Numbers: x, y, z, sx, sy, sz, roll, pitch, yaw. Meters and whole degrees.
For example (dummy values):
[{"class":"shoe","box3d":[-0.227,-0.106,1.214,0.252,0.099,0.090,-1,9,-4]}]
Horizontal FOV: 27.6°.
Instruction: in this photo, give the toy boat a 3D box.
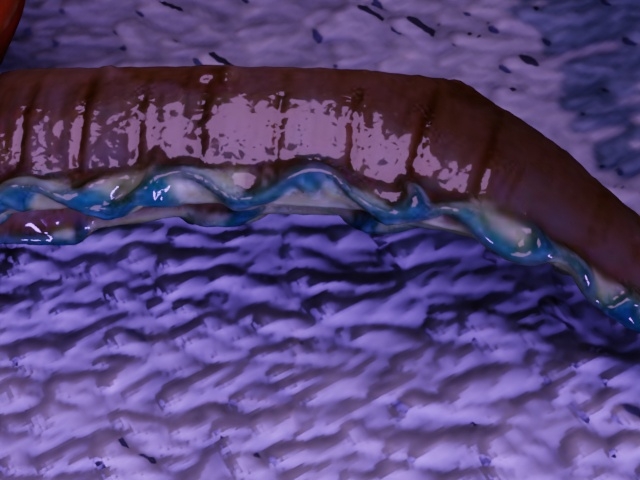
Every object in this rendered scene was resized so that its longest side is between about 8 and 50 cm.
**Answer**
[{"class":"toy boat","box3d":[0.004,-0.011,0.446,0.293,0.108,0.099,8,88,9]}]

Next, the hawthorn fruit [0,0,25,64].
[{"class":"hawthorn fruit","box3d":[-0.233,-0.129,0.462,0.300,0.275,0.275,-34,52,3]}]
